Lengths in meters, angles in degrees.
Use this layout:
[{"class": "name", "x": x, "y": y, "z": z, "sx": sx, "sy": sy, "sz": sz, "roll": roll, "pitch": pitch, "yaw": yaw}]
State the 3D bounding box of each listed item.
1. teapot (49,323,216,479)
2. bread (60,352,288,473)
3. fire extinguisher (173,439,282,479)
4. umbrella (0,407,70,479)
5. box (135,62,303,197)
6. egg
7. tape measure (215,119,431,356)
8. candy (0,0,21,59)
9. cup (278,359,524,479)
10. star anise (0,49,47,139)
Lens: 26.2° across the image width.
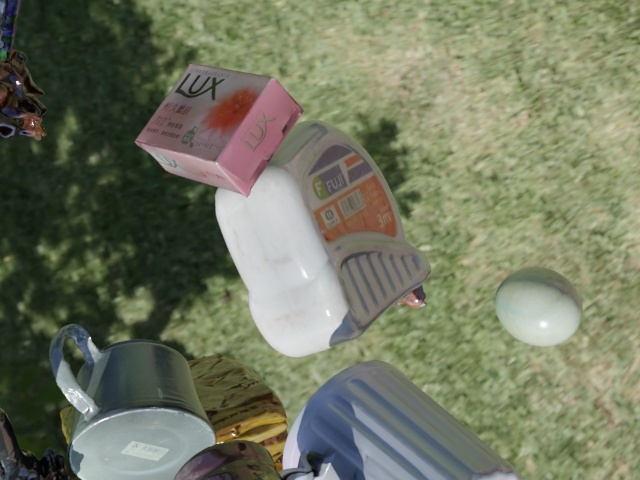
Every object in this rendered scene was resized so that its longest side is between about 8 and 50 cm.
[{"class": "teapot", "x": -0.210, "y": 0.170, "z": 1.528, "sx": 0.162, "sy": 0.239, "sz": 0.149, "roll": -32, "pitch": 46, "yaw": 23}, {"class": "bread", "x": -0.186, "y": 0.275, "z": 1.821, "sx": 0.324, "sy": 0.277, "sz": 0.167, "roll": 14, "pitch": 119, "yaw": 67}, {"class": "fire extinguisher", "x": -0.037, "y": 0.252, "z": 0.864, "sx": 0.106, "sy": 0.075, "sz": 0.252, "roll": -27, "pitch": 51, "yaw": -1}, {"class": "umbrella", "x": -0.319, "y": 0.275, "z": 1.469, "sx": 0.118, "sy": 0.118, "sz": 0.340, "roll": 26, "pitch": 148, "yaw": 23}, {"class": "box", "x": -0.101, "y": -0.114, "z": 1.370, "sx": 0.156, "sy": 0.111, "sz": 0.060, "roll": 16, "pitch": 157, "yaw": 46}, {"class": "egg", "x": 0.316, "y": 0.095, "z": 2.003, "sx": 0.152, "sy": 0.114, "sz": 0.114, "roll": 25, "pitch": 120, "yaw": 57}, {"class": "tape measure", "x": 0.000, "y": 0.000, "z": 1.559, "sx": 0.130, "sy": 0.258, "sz": 0.265, "roll": -22, "pitch": 96, "yaw": 30}, {"class": "candy", "x": -0.397, "y": -0.343, "z": 1.661, "sx": 0.312, "sy": 0.088, "sz": 0.061, "roll": 116, "pitch": 151, "yaw": -44}, {"class": "cup", "x": 0.067, "y": 0.253, "z": 1.360, "sx": 0.202, "sy": 0.221, "sz": 0.167, "roll": 34, "pitch": 151, "yaw": 42}, {"class": "star anise", "x": -0.338, "y": -0.179, "z": 1.225, "sx": 0.237, "sy": 0.346, "sz": 0.148, "roll": 24, "pitch": 161, "yaw": -15}]
